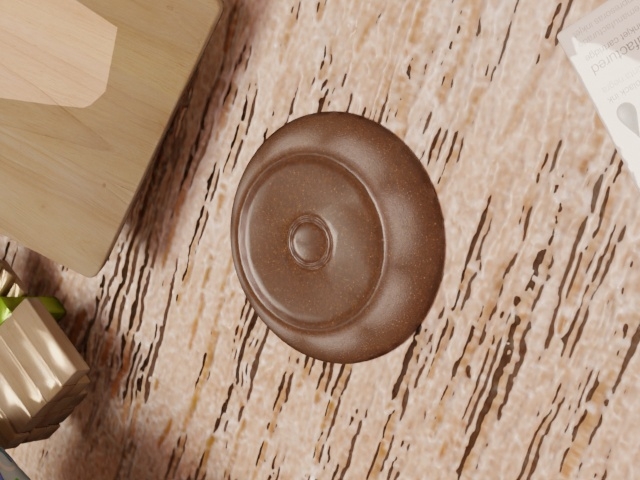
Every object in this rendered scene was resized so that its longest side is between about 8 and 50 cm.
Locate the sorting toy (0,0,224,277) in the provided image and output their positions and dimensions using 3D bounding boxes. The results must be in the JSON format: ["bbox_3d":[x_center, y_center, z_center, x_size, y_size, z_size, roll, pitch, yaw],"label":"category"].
[{"bbox_3d":[-0.238,-0.144,0.971,0.257,0.089,0.255,27,108,-2],"label":"sorting toy"}]

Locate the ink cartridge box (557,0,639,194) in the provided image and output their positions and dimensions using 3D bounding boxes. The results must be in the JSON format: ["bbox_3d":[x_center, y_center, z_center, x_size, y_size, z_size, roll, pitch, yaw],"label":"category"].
[{"bbox_3d":[0.263,-0.067,0.689,0.159,0.092,0.217,-32,79,33],"label":"ink cartridge box"}]

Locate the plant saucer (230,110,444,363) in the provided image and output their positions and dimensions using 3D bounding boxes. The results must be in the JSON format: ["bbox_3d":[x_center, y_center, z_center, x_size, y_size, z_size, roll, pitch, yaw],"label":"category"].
[{"bbox_3d":[0.000,0.000,0.911,0.199,0.036,0.198,4,97,34],"label":"plant saucer"}]

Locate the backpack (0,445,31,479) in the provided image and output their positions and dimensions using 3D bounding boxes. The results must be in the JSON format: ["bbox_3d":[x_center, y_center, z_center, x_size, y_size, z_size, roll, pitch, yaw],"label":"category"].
[{"bbox_3d":[-0.269,0.316,0.951,0.356,0.290,0.273,36,81,-8],"label":"backpack"}]

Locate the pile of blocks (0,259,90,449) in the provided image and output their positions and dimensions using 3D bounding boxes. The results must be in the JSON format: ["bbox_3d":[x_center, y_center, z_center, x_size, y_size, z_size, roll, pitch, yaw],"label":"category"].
[{"bbox_3d":[-0.345,0.061,1.120,0.362,0.113,0.148,25,97,22],"label":"pile of blocks"}]
